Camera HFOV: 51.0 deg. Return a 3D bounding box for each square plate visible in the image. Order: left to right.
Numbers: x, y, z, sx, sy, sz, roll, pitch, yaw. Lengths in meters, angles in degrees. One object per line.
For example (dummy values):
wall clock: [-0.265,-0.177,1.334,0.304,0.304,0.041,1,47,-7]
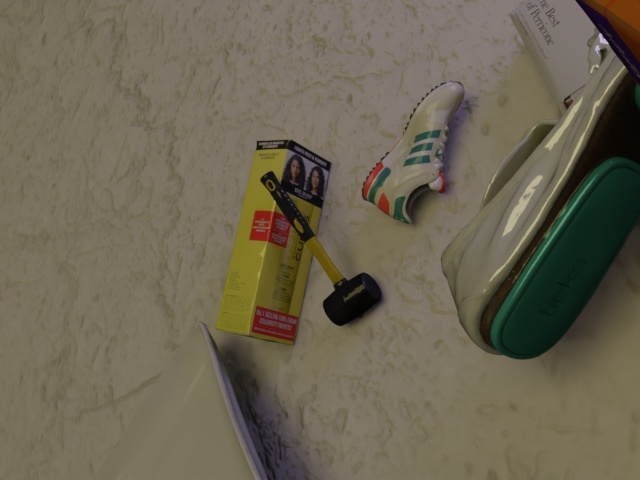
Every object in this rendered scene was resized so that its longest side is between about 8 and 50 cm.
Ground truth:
square plate: [-0.159,0.329,0.757,0.344,0.049,0.347,-55,40,20]

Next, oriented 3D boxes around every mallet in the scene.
mallet: [0.000,0.000,0.740,0.062,0.039,0.190,-29,88,22]

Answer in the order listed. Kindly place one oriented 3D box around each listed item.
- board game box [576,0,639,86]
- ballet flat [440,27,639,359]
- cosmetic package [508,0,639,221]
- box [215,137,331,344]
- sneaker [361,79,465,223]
board game box: [0.387,-0.045,0.220,0.356,0.356,0.356,-42,33,21]
ballet flat: [0.225,-0.090,0.514,0.400,0.139,0.139,-54,50,15]
cosmetic package: [0.266,-0.142,0.609,0.098,0.060,0.239,-31,58,26]
box: [-0.054,0.002,0.801,0.058,0.087,0.233,4,77,39]
sneaker: [0.118,-0.090,0.724,0.075,0.057,0.161,41,101,23]
